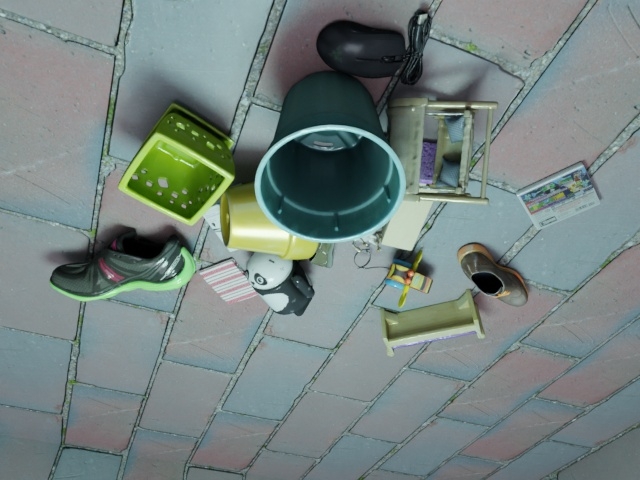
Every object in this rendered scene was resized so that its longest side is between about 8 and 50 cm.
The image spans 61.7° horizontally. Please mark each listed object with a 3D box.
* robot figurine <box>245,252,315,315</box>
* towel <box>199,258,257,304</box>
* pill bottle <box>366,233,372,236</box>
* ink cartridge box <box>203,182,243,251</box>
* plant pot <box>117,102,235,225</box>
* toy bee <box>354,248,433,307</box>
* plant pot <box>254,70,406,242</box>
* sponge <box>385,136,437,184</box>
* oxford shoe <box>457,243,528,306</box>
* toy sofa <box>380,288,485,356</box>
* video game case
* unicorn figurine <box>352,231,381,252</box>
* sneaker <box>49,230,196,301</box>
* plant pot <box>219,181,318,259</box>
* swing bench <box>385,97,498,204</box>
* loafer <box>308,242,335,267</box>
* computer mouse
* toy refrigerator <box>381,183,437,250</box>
[{"bbox_3d":[-0.135,0.141,1.801,0.209,0.173,0.278,-24,131,11],"label":"robot figurine"},{"bbox_3d":[-0.321,0.147,1.912,0.144,0.029,0.197,-20,129,19],"label":"towel"},{"bbox_3d":[0.115,-0.122,1.581,0.121,0.121,0.216,-2,134,2],"label":"pill bottle"},{"bbox_3d":[-0.263,-0.069,1.661,0.140,0.082,0.190,-18,130,15],"label":"ink cartridge box"},{"bbox_3d":[-0.369,-0.214,1.431,0.228,0.207,0.227,31,126,-26],"label":"plant pot"},{"bbox_3d":[0.275,0.129,1.777,0.299,0.162,0.195,-1,99,-28],"label":"toy bee"},{"bbox_3d":[0.021,-0.228,1.330,0.342,0.334,0.341,0,134,0],"label":"plant pot"},{"bbox_3d":[0.237,-0.223,1.489,0.210,0.117,0.031,7,166,-6],"label":"sponge"},{"bbox_3d":[0.602,0.157,1.845,0.364,0.132,0.130,32,126,-28],"label":"oxford shoe"},{"bbox_3d":[0.415,0.325,1.999,0.363,0.150,0.177,-14,131,13],"label":"toy sofa"},{"bbox_3d":[0.729,-0.131,1.642,0.201,0.023,0.183,-26,129,25],"label":"video game case"},{"bbox_3d":[0.132,-0.014,1.713,0.162,0.111,0.060,16,124,-35],"label":"unicorn figurine"},{"bbox_3d":[-0.654,0.068,1.762,0.483,0.185,0.202,-9,116,5],"label":"sneaker"},{"bbox_3d":[-0.151,-0.067,1.505,0.239,0.254,0.254,-4,137,-20],"label":"plant pot"},{"bbox_3d":[0.292,-0.227,1.371,0.255,0.165,0.253,2,99,-3],"label":"swing bench"},{"bbox_3d":[0.000,0.000,1.719,0.088,0.094,0.251,-2,135,-4],"label":"loafer"},{"bbox_3d":[0.126,-0.456,1.289,0.273,0.072,0.188,3,135,-3],"label":"computer mouse"},{"bbox_3d":[0.268,-0.103,1.624,0.102,0.094,0.269,12,133,-3],"label":"toy refrigerator"}]
